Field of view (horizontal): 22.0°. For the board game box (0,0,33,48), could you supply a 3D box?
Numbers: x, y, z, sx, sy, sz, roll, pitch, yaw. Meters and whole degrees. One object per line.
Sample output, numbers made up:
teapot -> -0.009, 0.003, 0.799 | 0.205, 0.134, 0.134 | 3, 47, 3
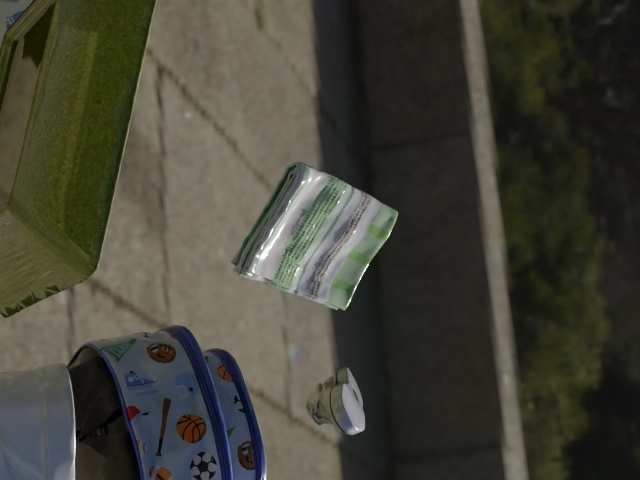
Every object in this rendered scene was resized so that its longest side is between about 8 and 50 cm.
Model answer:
board game box -> -0.324, -0.294, 1.206 | 0.079, 0.253, 0.336 | -46, 121, -44

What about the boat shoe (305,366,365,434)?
boat shoe -> 0.008, 0.113, 1.124 | 0.035, 0.035, 0.100 | 63, 6, -11

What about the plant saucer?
plant saucer -> -0.149, -0.063, 0.890 | 0.188, 0.045, 0.188 | -21, -125, 64

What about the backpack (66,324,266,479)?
backpack -> -0.171, 0.215, 1.658 | 0.277, 0.213, 0.263 | 66, -22, 17

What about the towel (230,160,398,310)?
towel -> 0.000, 0.000, 1.465 | 0.152, 0.023, 0.113 | 24, 100, -47

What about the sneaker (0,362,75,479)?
sneaker -> -0.287, 0.238, 1.333 | 0.108, 0.169, 0.293 | -131, -140, -62
